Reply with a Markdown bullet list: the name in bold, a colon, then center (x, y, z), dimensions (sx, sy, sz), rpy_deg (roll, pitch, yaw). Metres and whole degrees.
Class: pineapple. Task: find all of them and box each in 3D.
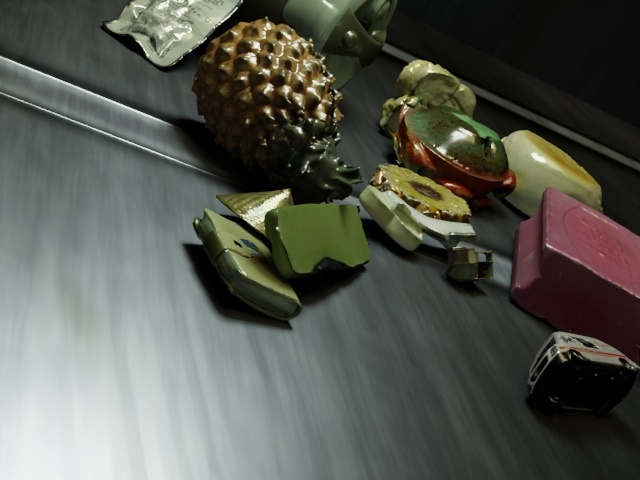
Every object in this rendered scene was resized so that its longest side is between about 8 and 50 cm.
- **pineapple**: center (0.180, -0.076, 2.019), dimensions (0.221, 0.047, 0.221), rpy_deg (26, 19, -10)
- **pineapple**: center (-0.043, -0.160, 1.714), dimensions (0.223, 0.223, 0.357), rpy_deg (11, 36, -43)

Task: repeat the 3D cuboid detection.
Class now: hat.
- **hat**: center (-0.060, -0.041, 1.514), dimensions (0.146, 0.067, 0.146), rpy_deg (37, 4, -3)

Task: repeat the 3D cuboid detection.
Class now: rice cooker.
- **rice cooker**: center (-0.028, -0.444, 2.210), dimensions (0.325, 0.335, 0.335), rpy_deg (35, 21, 13)

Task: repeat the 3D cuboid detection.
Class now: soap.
- **soap**: center (0.454, 0.053, 1.979), dimensions (0.233, 0.128, 0.359), rpy_deg (31, 21, 0)

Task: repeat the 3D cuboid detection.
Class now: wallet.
- **wallet**: center (-0.093, 0.029, 1.393), dimensions (0.110, 0.039, 0.155), rpy_deg (29, 17, -37)

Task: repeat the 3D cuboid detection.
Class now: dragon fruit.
- **dragon fruit**: center (0.257, -0.170, 2.235), dimensions (0.268, 0.130, 0.295), rpy_deg (32, 18, 15)

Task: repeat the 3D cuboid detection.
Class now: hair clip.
- **hair clip**: center (0.146, -0.034, 1.840), dimensions (0.218, 0.071, 0.159), rpy_deg (25, 17, -31)

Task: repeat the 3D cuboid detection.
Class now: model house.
- **model house**: center (0.226, 0.038, 1.797), dimensions (0.058, 0.057, 0.083), rpy_deg (-4, -1, 37)

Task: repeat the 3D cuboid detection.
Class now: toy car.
- **toy car**: center (0.346, 0.176, 1.588), dimensions (0.209, 0.089, 0.108), rpy_deg (12, 26, -45)

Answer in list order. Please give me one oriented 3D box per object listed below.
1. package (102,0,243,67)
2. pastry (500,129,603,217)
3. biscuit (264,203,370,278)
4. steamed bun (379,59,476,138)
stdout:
- **package**: center (-0.264, -0.398, 2.046), dimensions (0.166, 0.040, 0.232), rpy_deg (31, 56, 14)
- **pastry**: center (0.469, -0.122, 2.401), dimensions (0.264, 0.133, 0.265), rpy_deg (27, 20, -11)
- **biscuit**: center (0.000, 0.000, 1.512), dimensions (0.322, 0.038, 0.099), rpy_deg (-9, 81, -69)
- **steamed bun**: center (0.223, -0.281, 2.373), dimensions (0.192, 0.177, 0.106), rpy_deg (19, 27, -25)
